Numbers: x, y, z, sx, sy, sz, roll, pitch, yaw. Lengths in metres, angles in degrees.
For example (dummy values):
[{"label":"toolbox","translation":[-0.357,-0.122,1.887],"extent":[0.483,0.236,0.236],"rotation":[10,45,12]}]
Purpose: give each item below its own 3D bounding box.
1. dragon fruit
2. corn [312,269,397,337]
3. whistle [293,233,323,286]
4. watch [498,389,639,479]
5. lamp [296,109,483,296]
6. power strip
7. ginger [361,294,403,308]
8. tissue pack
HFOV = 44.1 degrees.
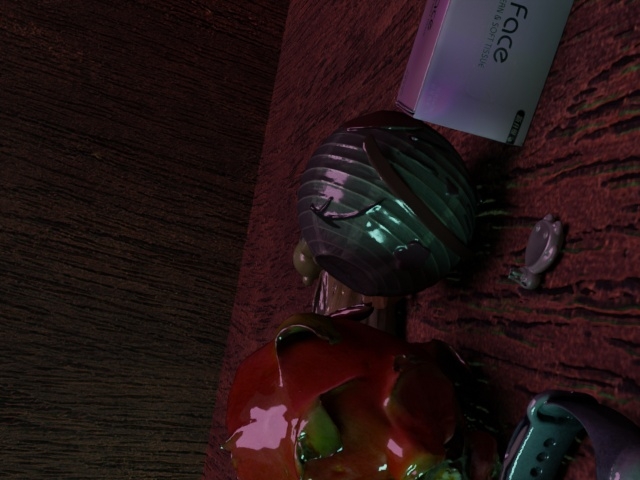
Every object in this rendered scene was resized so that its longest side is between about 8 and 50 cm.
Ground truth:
[{"label":"dragon fruit","translation":[0.064,0.207,0.888],"extent":[0.226,0.305,0.305],"rotation":[-32,40,31]},{"label":"corn","translation":[0.055,0.134,1.226],"extent":[0.123,0.122,0.305],"rotation":[125,155,-56]},{"label":"whistle","translation":[0.000,0.000,1.637],"extent":[0.227,0.085,0.105],"rotation":[114,161,-44]},{"label":"watch","translation":[0.210,0.230,0.660],"extent":[0.193,0.068,0.206],"rotation":[155,123,-72]},{"label":"lamp","translation":[0.087,-0.049,1.011],"extent":[0.233,0.265,0.233],"rotation":[-23,46,27]},{"label":"power strip","translation":[0.226,0.012,0.835],"extent":[0.055,0.035,0.083],"rotation":[-111,37,-65]},{"label":"ginger","translation":[0.111,0.002,1.175],"extent":[0.123,0.115,0.193],"rotation":[-28,60,53]},{"label":"tissue pack","translation":[0.196,-0.250,0.933],"extent":[0.092,0.149,0.246],"rotation":[-112,36,-69]}]
